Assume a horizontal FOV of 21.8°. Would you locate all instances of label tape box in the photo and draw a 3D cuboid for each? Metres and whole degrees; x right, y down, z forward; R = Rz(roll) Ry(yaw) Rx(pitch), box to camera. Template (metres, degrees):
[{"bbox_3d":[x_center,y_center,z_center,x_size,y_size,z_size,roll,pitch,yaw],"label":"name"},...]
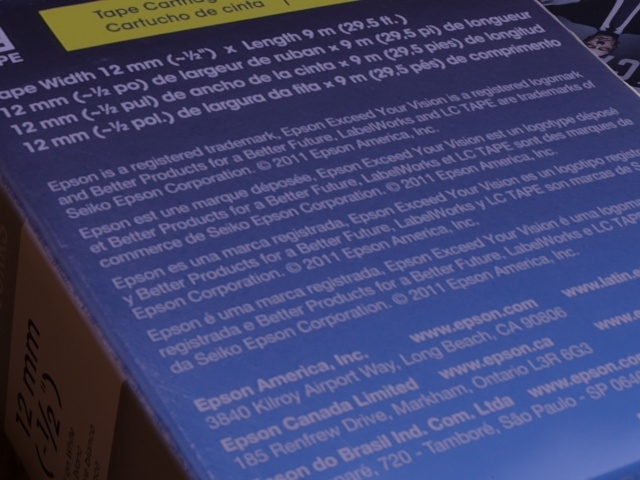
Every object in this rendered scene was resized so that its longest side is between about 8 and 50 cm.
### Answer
[{"bbox_3d":[0.000,0.000,0.608,0.249,0.115,0.348,-14,45,-29],"label":"label tape box"}]

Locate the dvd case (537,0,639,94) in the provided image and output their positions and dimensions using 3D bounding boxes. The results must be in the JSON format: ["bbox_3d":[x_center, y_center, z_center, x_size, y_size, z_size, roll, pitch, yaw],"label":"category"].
[{"bbox_3d":[0.168,-0.113,0.956,0.179,0.030,0.239,16,43,28],"label":"dvd case"}]
